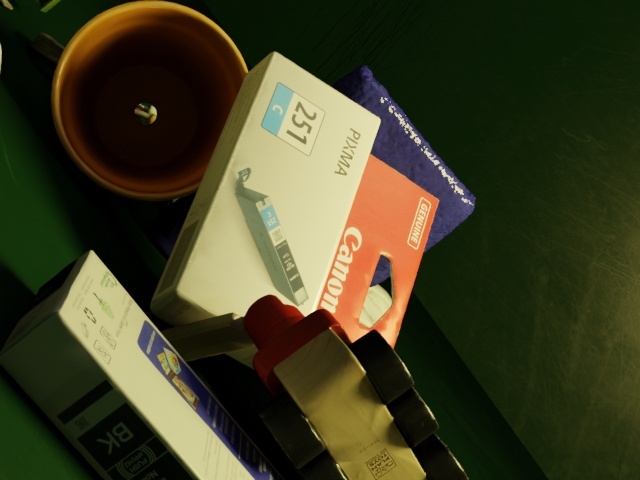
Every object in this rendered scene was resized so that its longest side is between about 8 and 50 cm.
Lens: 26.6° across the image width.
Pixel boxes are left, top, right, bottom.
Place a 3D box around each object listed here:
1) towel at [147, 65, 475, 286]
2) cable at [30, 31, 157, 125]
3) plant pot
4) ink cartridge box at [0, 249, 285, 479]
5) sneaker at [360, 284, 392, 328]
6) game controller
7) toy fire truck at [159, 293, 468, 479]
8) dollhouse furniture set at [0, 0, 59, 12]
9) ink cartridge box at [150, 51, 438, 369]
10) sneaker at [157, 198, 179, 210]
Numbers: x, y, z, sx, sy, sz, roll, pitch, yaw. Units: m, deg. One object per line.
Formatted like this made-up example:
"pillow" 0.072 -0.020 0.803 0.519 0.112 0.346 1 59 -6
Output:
"towel" -0.008 -0.031 1.516 0.227 0.308 0.076 49 13 -25
"cable" -0.241 -0.176 1.659 0.287 0.072 0.139 46 -1 -35
"plant pot" -0.186 -0.142 1.469 0.205 0.205 0.188 52 -8 -6
"ink cartridge box" -0.099 0.167 1.019 0.332 0.065 0.165 50 8 -11
"sneaker" 0.044 0.129 1.955 0.292 0.108 0.169 39 23 -49
"game controller" -0.028 0.181 1.370 0.319 0.067 0.166 57 9 21
"toy fire truck" -0.020 0.138 1.185 0.246 0.158 0.217 47 -10 49
"dollhouse furniture set" -0.355 -0.311 1.574 0.058 0.076 0.152 54 7 10
"ink cartridge box" 0.000 0.000 1.340 0.261 0.066 0.296 31 58 -20
"sneaker" -0.183 -0.065 1.638 0.069 0.038 0.098 48 9 -40
